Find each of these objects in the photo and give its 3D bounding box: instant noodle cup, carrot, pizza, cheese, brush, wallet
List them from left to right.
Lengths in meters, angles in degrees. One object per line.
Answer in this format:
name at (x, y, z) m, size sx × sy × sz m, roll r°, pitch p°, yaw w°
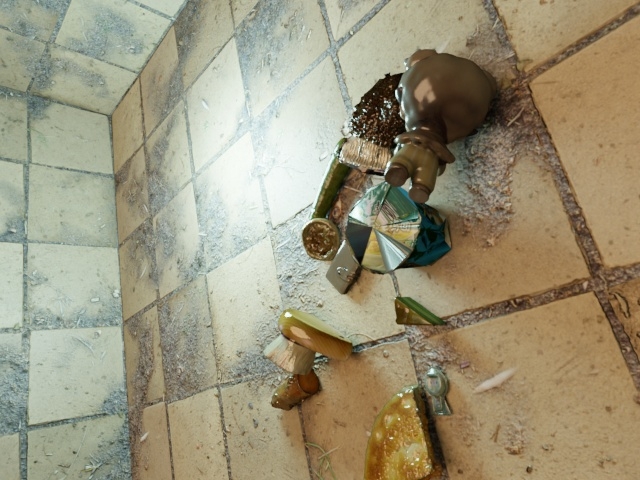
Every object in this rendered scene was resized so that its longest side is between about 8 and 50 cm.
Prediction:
carrot at (-0.103, 0.518, 1.492) m, size 0.263 × 0.102 × 0.102 m, roll -46°, pitch 55°, yaw 40°
brush at (-0.033, 0.333, 1.361) m, size 0.267 × 0.174 × 0.166 m, roll 20°, pitch 89°, yaw 34°
carrot at (0.027, -0.165, 1.445) m, size 0.074 × 0.074 × 0.358 m, roll 42°, pitch 118°, yaw 40°
wallet at (0.076, 0.085, 1.384) m, size 0.118 × 0.039 × 0.152 m, roll 45°, pitch 115°, yaw 41°
instant noodle cup at (0.209, -0.022, 1.158) m, size 0.240 × 0.178 × 0.240 m, roll -7°, pitch 80°, yaw 45°
pizza at (0.217, 0.545, 1.129) m, size 0.226 × 0.086 × 0.335 m, roll 15°, pitch 81°, yaw 51°
cheese at (0.299, 0.385, 1.127) m, size 0.067 × 0.026 × 0.120 m, roll -20°, pitch 72°, yaw 43°

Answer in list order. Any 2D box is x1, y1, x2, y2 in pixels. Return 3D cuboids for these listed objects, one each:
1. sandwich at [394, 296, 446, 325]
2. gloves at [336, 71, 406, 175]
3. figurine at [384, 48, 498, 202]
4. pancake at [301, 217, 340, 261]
sandwich at (0.262, 0.184, 1.155) m, size 0.116 × 0.074 × 0.074 m, roll -8°, pitch 80°, yaw 44°
gloves at (0.179, -0.342, 1.259) m, size 0.210 × 0.135 × 0.312 m, roll 32°, pitch 106°, yaw 48°
figurine at (0.266, -0.283, 1.042) m, size 0.248 × 0.203 × 0.380 m, roll 23°, pitch 76°, yaw 7°
pancake at (0.001, 0.000, 1.450) m, size 0.152 × 0.025 × 0.151 m, roll 6°, pitch 107°, yaw 23°
